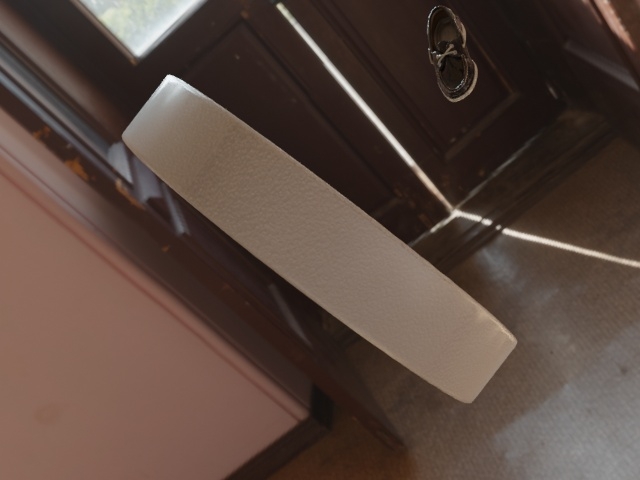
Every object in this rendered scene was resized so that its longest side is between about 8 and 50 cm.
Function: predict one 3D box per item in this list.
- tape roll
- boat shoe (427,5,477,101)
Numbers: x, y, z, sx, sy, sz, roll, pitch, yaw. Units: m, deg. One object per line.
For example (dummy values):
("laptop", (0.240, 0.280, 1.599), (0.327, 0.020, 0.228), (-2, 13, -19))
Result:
("tape roll", (0.000, 0.000, 0.664), (0.072, 0.392, 0.392), (-52, 26, 0))
("boat shoe", (0.139, -0.204, 0.787), (0.046, 0.038, 0.125), (-20, 51, 31))
